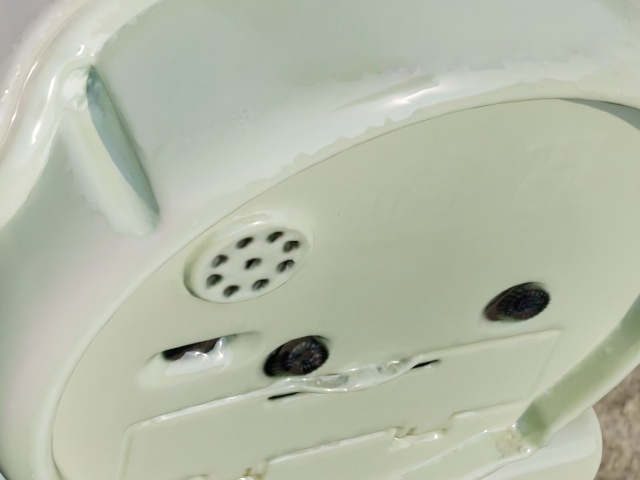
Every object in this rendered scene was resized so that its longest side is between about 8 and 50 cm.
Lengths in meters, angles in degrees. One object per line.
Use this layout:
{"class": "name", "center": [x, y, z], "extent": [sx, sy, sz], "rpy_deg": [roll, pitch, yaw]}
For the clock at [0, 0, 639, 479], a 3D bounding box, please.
{"class": "clock", "center": [0.000, 0.000, 0.434], "extent": [0.265, 0.324, 0.108], "rpy_deg": [-10, 53, -22]}
